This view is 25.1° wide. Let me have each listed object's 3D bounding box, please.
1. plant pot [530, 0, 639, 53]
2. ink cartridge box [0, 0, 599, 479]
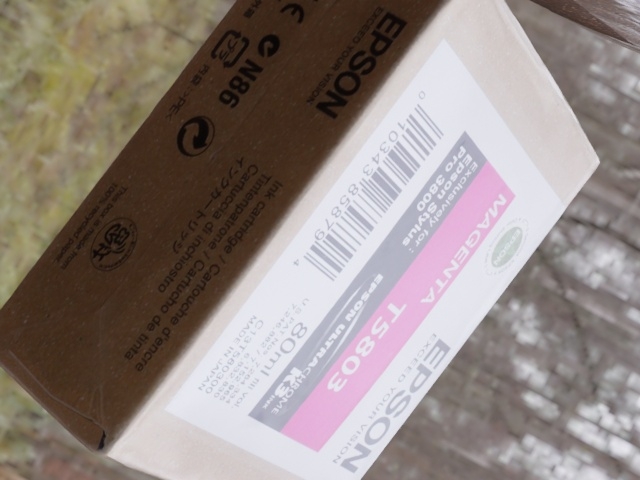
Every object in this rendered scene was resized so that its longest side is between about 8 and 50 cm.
[{"bbox_3d":[0.100,-0.149,0.421,0.230,0.215,0.215,-6,136,-45],"label":"plant pot"},{"bbox_3d":[0.000,0.000,0.619,0.234,0.088,0.193,-53,147,-2],"label":"ink cartridge box"}]
